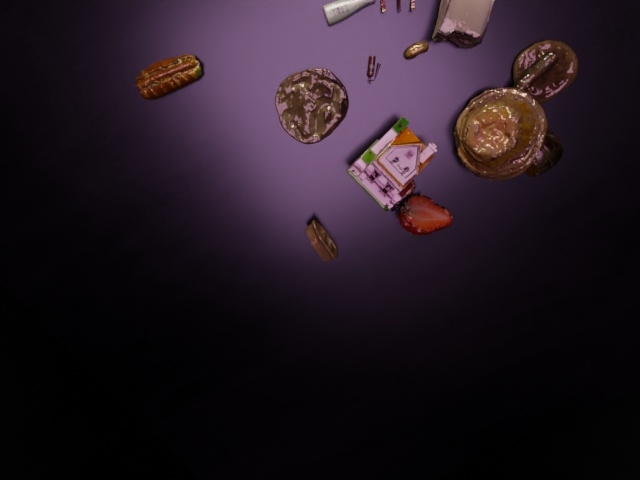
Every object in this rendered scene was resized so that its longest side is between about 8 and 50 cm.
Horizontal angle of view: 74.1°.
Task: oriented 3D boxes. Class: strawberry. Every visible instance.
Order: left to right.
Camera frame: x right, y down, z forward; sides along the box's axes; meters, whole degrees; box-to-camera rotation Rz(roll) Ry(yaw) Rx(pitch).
[{"bbox_3d":[0.425,-0.091,1.803,0.236,0.106,0.175,34,70,-12],"label":"strawberry"}]

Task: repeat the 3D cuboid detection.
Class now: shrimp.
[{"bbox_3d":[0.333,-0.197,1.798,0.091,0.034,0.161,33,101,1],"label":"shrimp"}]

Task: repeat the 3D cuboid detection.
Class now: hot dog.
[{"bbox_3d":[-0.584,-0.630,1.621,0.268,0.072,0.115,-23,101,9],"label":"hot dog"}]

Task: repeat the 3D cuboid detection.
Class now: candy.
[{"bbox_3d":[0.503,-0.802,1.514,0.184,0.137,0.195,10,109,-3],"label":"candy"}]

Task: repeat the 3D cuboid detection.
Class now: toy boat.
[{"bbox_3d":[0.000,0.000,1.826,0.061,0.116,0.188,-28,109,17],"label":"toy boat"}]

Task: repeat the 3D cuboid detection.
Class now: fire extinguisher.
[{"bbox_3d":[0.205,-0.655,1.632,0.046,0.032,0.100,-9,114,-33],"label":"fire extinguisher"}]

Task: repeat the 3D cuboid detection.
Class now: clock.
[{"bbox_3d":[0.296,-0.308,1.677,0.235,0.166,0.309,44,111,-7],"label":"clock"}]

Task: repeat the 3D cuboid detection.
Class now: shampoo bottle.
[{"bbox_3d":[0.109,-0.854,1.548,0.190,0.041,0.069,-18,104,6],"label":"shampoo bottle"}]

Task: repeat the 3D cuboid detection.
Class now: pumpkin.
[{"bbox_3d":[0.827,-0.392,1.694,0.139,0.190,0.281,-33,64,12],"label":"pumpkin"}]

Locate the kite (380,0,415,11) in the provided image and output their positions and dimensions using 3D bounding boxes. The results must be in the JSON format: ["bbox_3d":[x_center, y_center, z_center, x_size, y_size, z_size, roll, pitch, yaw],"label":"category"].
[{"bbox_3d":[0.271,-1.010,1.501,0.204,0.022,0.361,-1,106,0],"label":"kite"}]

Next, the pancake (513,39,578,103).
[{"bbox_3d":[0.855,-0.637,1.617,0.241,0.050,0.242,2,115,5],"label":"pancake"}]

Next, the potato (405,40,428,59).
[{"bbox_3d":[0.362,-0.718,1.596,0.092,0.047,0.045,-23,151,17],"label":"potato"}]

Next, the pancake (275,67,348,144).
[{"bbox_3d":[-0.034,-0.533,1.664,0.294,0.049,0.295,1,113,2],"label":"pancake"}]

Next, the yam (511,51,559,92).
[{"bbox_3d":[0.772,-0.597,1.598,0.061,0.061,0.253,36,122,-12],"label":"yam"}]

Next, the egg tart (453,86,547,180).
[{"bbox_3d":[0.655,-0.398,1.593,0.351,0.150,0.352,7,103,36],"label":"egg tart"}]
